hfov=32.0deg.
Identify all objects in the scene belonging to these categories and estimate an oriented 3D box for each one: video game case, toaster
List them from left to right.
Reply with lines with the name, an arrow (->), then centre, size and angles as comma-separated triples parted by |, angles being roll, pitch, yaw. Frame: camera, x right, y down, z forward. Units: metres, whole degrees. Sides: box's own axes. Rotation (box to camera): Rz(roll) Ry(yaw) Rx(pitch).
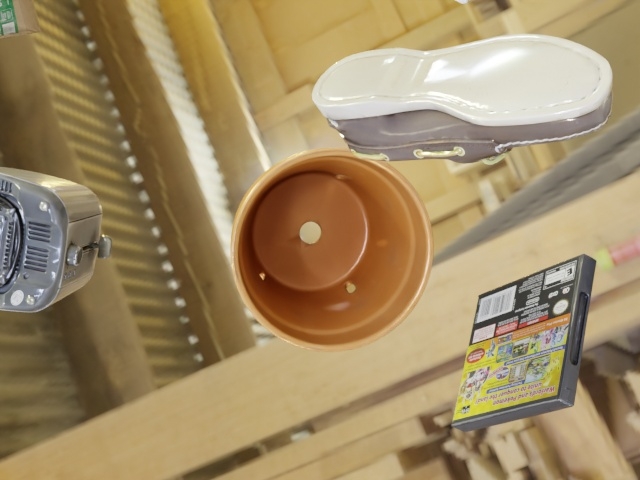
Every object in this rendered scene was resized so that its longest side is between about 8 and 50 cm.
toaster -> -0.324, -0.009, 1.096 | 0.146, 0.227, 0.129 | -20, -60, -78
video game case -> 0.325, 0.170, 1.797 | 0.035, 0.275, 0.248 | 27, -118, -21

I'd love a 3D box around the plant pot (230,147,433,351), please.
plant pot -> 0.000, 0.000, 1.657 | 0.291, 0.291, 0.203 | 61, 175, -14

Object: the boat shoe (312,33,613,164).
boat shoe -> 0.143, -0.129, 1.104 | 0.117, 0.324, 0.097 | -60, -44, -31

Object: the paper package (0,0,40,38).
paper package -> -0.626, -0.545, 1.945 | 0.325, 0.168, 0.309 | 103, 147, -63

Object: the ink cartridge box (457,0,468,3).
ink cartridge box -> 0.190, -0.518, 1.558 | 0.197, 0.198, 0.270 | -51, -15, -37
